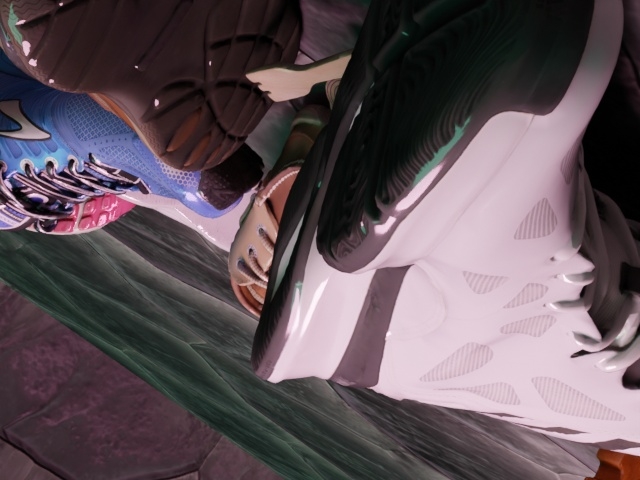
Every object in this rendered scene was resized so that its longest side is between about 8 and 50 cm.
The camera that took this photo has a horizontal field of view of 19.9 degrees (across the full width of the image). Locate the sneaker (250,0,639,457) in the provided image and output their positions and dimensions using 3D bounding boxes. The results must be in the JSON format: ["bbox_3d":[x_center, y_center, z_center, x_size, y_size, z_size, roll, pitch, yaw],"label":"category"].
[{"bbox_3d":[0.129,-0.013,0.925,0.258,0.169,0.447,14,159,-7],"label":"sneaker"}]

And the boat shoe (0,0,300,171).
[{"bbox_3d":[-0.109,-0.133,1.000,0.120,0.122,0.324,38,-179,20],"label":"boat shoe"}]

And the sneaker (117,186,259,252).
[{"bbox_3d":[-0.131,-0.061,1.473,0.212,0.080,0.094,38,178,-25],"label":"sneaker"}]

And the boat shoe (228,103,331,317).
[{"bbox_3d":[0.000,0.000,1.260,0.123,0.116,0.324,33,167,3],"label":"boat shoe"}]

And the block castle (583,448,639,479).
[{"bbox_3d":[0.162,0.267,1.109,0.213,0.453,0.303,35,169,-36],"label":"block castle"}]

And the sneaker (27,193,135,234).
[{"bbox_3d":[-0.259,-0.082,1.654,0.112,0.120,0.299,5,-170,-45],"label":"sneaker"}]

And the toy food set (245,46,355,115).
[{"bbox_3d":[0.063,-0.060,1.048,0.132,0.038,0.192,-10,138,42],"label":"toy food set"}]

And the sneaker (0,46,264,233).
[{"bbox_3d":[-0.170,-0.058,1.274,0.330,0.147,0.130,19,164,48],"label":"sneaker"}]
